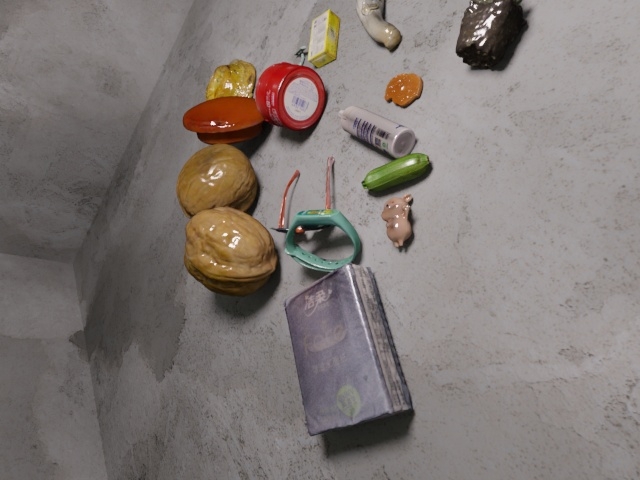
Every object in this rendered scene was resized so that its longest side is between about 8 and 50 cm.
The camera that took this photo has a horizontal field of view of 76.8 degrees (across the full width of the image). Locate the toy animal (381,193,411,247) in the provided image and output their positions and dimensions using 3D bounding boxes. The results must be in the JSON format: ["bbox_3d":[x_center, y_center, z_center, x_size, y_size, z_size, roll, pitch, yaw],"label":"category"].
[{"bbox_3d":[0.210,-0.055,1.108,0.083,0.089,0.150,-4,70,21],"label":"toy animal"}]

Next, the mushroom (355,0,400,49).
[{"bbox_3d":[0.181,-0.728,1.324,0.099,0.096,0.278,92,164,-62],"label":"mushroom"}]

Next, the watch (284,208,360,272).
[{"bbox_3d":[0.000,0.000,1.220,0.237,0.068,0.195,0,115,21],"label":"watch"}]

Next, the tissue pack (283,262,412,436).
[{"bbox_3d":[0.057,0.297,1.113,0.288,0.124,0.394,-32,58,33],"label":"tissue pack"}]

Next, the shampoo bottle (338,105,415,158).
[{"bbox_3d":[0.153,-0.343,1.233,0.303,0.092,0.092,42,108,44],"label":"shampoo bottle"}]

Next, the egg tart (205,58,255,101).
[{"bbox_3d":[-0.443,-0.707,1.898,0.341,0.129,0.341,-16,67,42],"label":"egg tart"}]

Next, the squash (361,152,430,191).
[{"bbox_3d":[0.207,-0.190,1.147,0.219,0.077,0.068,-17,107,42],"label":"squash"}]

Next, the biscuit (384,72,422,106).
[{"bbox_3d":[0.251,-0.455,1.219,0.130,0.019,0.102,32,100,45],"label":"biscuit"}]

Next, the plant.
[{"bbox_3d":[0.425,-0.542,1.002,0.132,0.129,0.194,27,101,43],"label":"plant"}]

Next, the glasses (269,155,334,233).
[{"bbox_3d":[-0.060,-0.151,1.365,0.234,0.118,0.268,-14,68,43],"label":"glasses"}]

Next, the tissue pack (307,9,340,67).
[{"bbox_3d":[0.013,-0.751,1.509,0.095,0.062,0.176,-7,74,45],"label":"tissue pack"}]

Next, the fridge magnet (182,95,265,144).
[{"bbox_3d":[-0.379,-0.501,1.661,0.363,0.363,0.155,34,140,44],"label":"fridge magnet"}]

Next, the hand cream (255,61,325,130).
[{"bbox_3d":[-0.104,-0.510,1.439,0.149,0.230,0.230,34,102,44],"label":"hand cream"}]

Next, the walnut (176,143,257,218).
[{"bbox_3d":[-0.407,-0.212,1.587,0.333,0.333,0.333,-15,68,41],"label":"walnut"}]

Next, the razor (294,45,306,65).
[{"bbox_3d":[-0.097,-0.660,1.616,0.084,0.036,0.211,-156,78,-69],"label":"razor"}]

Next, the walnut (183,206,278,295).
[{"bbox_3d":[-0.310,0.044,1.421,0.344,0.306,0.306,17,90,18],"label":"walnut"}]
